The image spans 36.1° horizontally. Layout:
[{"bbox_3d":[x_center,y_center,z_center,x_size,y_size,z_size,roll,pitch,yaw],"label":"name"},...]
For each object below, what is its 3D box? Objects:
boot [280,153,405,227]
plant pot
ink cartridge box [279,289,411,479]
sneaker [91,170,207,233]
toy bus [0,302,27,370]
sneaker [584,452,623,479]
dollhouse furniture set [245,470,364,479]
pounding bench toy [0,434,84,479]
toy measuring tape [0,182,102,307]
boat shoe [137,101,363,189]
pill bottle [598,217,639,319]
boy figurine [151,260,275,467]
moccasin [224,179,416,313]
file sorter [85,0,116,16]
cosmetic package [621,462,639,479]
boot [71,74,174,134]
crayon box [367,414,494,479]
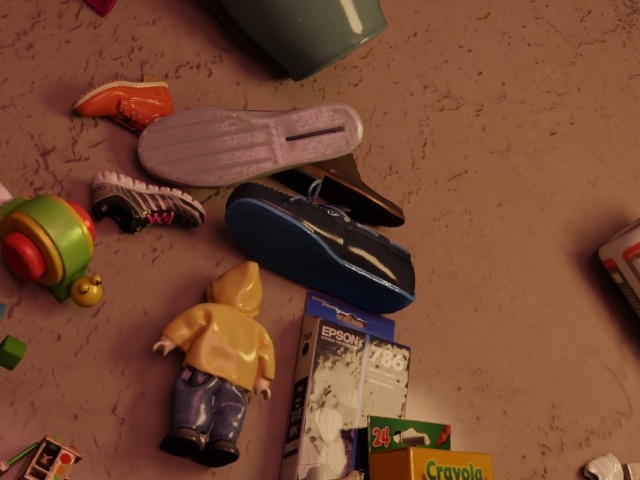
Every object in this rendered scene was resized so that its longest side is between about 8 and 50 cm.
[{"bbox_3d":[0.049,-0.104,1.582,0.219,0.082,0.106,25,59,-16],"label":"boot"},{"bbox_3d":[-0.028,-0.410,1.587,0.271,0.271,0.255,-42,106,-37],"label":"plant pot"},{"bbox_3d":[0.042,0.231,1.428,0.165,0.065,0.333,19,58,-21],"label":"ink cartridge box"},{"bbox_3d":[-0.247,-0.039,1.388,0.170,0.063,0.075,17,59,-17],"label":"sneaker"},{"bbox_3d":[-0.449,0.122,1.159,0.191,0.202,0.104,20,28,-14],"label":"toy bus"},{"bbox_3d":[0.477,0.428,1.601,0.061,0.054,0.152,-12,68,-25],"label":"sneaker"},{"bbox_3d":[-0.105,0.378,1.158,0.301,0.197,0.151,0,65,-20],"label":"dollhouse furniture set"},{"bbox_3d":[-0.341,0.268,1.189,0.083,0.052,0.065,32,55,-13],"label":"pounding bench toy"},{"bbox_3d":[-0.392,-0.049,1.275,0.330,0.121,0.121,51,53,0],"label":"toy measuring tape"},{"bbox_3d":[-0.103,-0.137,1.478,0.335,0.119,0.121,-5,86,-7],"label":"boat shoe"},{"bbox_3d":[0.685,0.114,1.772,0.210,0.210,0.363,-29,84,-37],"label":"pill bottle"},{"bbox_3d":[-0.143,0.153,1.338,0.177,0.092,0.285,21,58,-21],"label":"boy figurine"},{"bbox_3d":[0.000,0.000,1.491,0.342,0.137,0.117,33,49,-30],"label":"moccasin"},{"bbox_3d":[-0.298,-0.527,1.454,0.202,0.290,0.182,42,50,-7],"label":"file sorter"},{"bbox_3d":[0.552,0.407,1.657,0.115,0.041,0.060,4,65,-29],"label":"cosmetic package"},{"bbox_3d":[-0.284,-0.192,1.444,0.158,0.059,0.085,-15,80,-36],"label":"boot"},{"bbox_3d":[0.160,0.401,1.351,0.202,0.081,0.319,15,64,-45],"label":"crayon box"}]
